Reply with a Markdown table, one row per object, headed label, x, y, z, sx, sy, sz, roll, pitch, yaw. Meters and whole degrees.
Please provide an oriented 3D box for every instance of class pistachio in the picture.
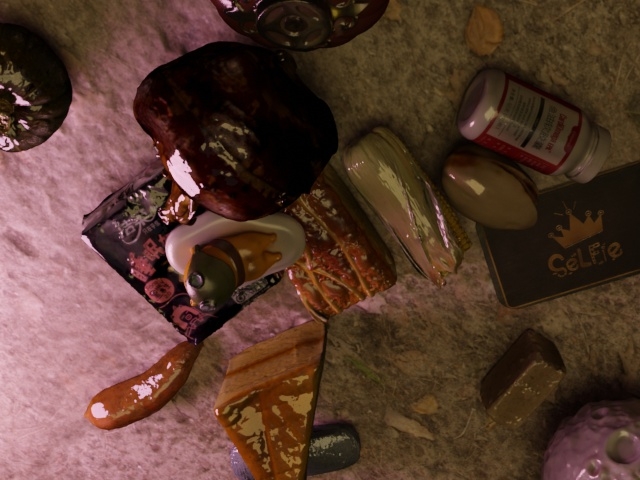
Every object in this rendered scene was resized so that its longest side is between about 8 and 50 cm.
| label | x | y | z | sx | sy | sz | roll | pitch | yaw |
| --- | --- | --- | --- | --- | --- | --- | --- | --- | --- |
| pistachio | 0.303 | -0.094 | 1.799 | 0.215 | 0.144 | 0.144 | 23 | 117 | -25 |

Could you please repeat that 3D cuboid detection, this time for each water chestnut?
| label | x | y | z | sx | sy | sz | roll | pitch | yaw |
| --- | --- | --- | --- | --- | --- | --- | --- | --- | --- |
| water chestnut | -0.164 | -0.158 | 1.645 | 0.347 | 0.335 | 0.335 | -39 | 113 | 19 |

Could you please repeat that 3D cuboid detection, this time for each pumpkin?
| label | x | y | z | sx | sy | sz | roll | pitch | yaw |
| --- | --- | --- | --- | --- | --- | --- | --- | --- | --- |
| pumpkin | -0.528 | -0.252 | 1.688 | 0.223 | 0.157 | 0.224 | -4 | 130 | -5 |

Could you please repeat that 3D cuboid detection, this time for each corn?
| label | x | y | z | sx | sy | sz | roll | pitch | yaw |
| --- | --- | --- | --- | --- | --- | --- | --- | --- | --- |
| corn | 0.155 | -0.061 | 1.791 | 0.123 | 0.122 | 0.305 | -36 | 93 | 12 |

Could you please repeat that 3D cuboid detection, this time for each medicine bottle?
| label | x | y | z | sx | sy | sz | roll | pitch | yaw |
| --- | --- | --- | --- | --- | --- | --- | --- | --- | --- |
| medicine bottle | 0.369 | -0.195 | 1.747 | 0.250 | 0.131 | 0.131 | 23 | 117 | -12 |

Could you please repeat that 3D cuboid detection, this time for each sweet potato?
| label | x | y | z | sx | sy | sz | roll | pitch | yaw |
| --- | --- | --- | --- | --- | --- | --- | --- | --- | --- |
| sweet potato | -0.347 | 0.299 | 2.046 | 0.291 | 0.097 | 0.097 | -32 | 115 | 7 |

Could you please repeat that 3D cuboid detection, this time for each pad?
| label | x | y | z | sx | sy | sz | roll | pitch | yaw |
| --- | --- | --- | --- | --- | --- | --- | --- | --- | --- |
| pad | 0.509 | 0.032 | 1.918 | 0.375 | 0.063 | 0.315 | -18 | 118 | 10 |

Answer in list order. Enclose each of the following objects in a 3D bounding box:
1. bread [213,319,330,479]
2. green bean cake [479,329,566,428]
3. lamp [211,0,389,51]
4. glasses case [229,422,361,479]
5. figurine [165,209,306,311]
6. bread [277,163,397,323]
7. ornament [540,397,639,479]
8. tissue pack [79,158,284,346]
| label | x | y | z | sx | sy | sz | roll | pitch | yaw |
| --- | --- | --- | --- | --- | --- | --- | --- | --- | --- |
| bread | -0.032 | 0.382 | 1.976 | 0.244 | 0.233 | 0.362 | -22 | 106 | 10 |
| green bean cake | 0.405 | 0.280 | 2.030 | 0.085 | 0.109 | 0.179 | 29 | 116 | -16 |
| lamp | -0.032 | -0.422 | 1.533 | 0.303 | 0.257 | 0.303 | 4 | 150 | 2 |
| glasses case | -0.053 | 0.454 | 2.146 | 0.282 | 0.067 | 0.109 | -11 | 121 | 4 |
| figurine | -0.146 | 0.039 | 1.740 | 0.249 | 0.141 | 0.167 | -14 | 119 | 3 |
| bread | 0.000 | 0.000 | 1.865 | 0.184 | 0.114 | 0.275 | -29 | 114 | 14 |
| ornament | 0.603 | 0.486 | 2.029 | 0.336 | 0.337 | 0.337 | 0 | 120 | -1 |
| tissue pack | -0.250 | 0.011 | 1.866 | 0.245 | 0.123 | 0.332 | -36 | 117 | 12 |
